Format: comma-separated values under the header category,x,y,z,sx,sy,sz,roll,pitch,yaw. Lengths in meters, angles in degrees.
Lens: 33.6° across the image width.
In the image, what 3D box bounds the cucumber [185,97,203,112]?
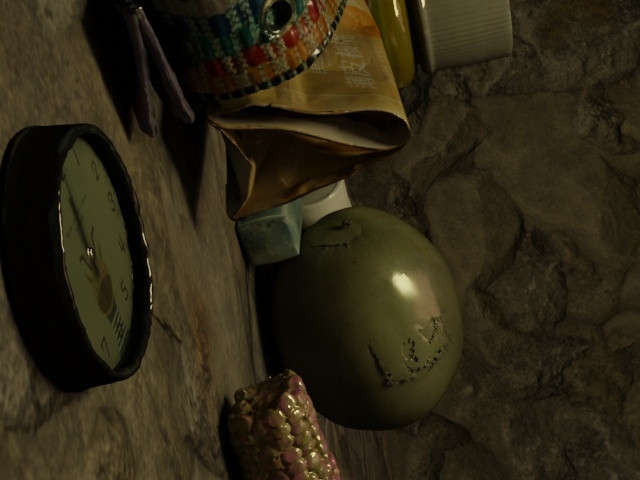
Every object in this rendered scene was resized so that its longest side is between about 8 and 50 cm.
category,x,y,z,sx,sy,sz,roll,pitch,yaw
cucumber,-0.146,-0.206,1.155,0.032,0.032,0.133,55,25,-74

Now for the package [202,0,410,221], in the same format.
category,x,y,z,sx,sy,sz,roll,pitch,yaw
package,-0.048,-0.201,1.163,0.165,0.221,0.311,57,16,-38

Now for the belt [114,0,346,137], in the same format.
category,x,y,z,sx,sy,sz,roll,pitch,yaw
belt,-0.082,-0.239,0.992,0.295,0.207,0.160,-90,166,-46

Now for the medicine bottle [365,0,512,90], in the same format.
category,x,y,z,sx,sy,sz,roll,pitch,yaw
medicine bottle,0.051,-0.303,1.424,0.224,0.385,0.224,-10,90,-83

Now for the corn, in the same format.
category,x,y,z,sx,sy,sz,roll,pitch,yaw
corn,-0.020,0.299,1.155,0.126,0.127,0.335,-86,163,-63

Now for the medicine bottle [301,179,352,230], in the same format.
category,x,y,z,sx,sy,sz,roll,pitch,yaw
medicine bottle,0.000,0.000,1.612,0.139,0.139,0.236,-92,171,-48

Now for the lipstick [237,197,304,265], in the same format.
category,x,y,z,sx,sy,sz,roll,pitch,yaw
lipstick,-0.063,-0.077,1.455,0.289,0.078,0.076,-86,161,-56

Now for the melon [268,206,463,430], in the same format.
category,x,y,z,sx,sy,sz,roll,pitch,yaw
melon,0.063,0.106,1.451,0.268,0.269,0.330,-87,166,-60

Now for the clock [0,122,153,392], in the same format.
category,x,y,z,sx,sy,sz,roll,pitch,yaw
clock,-0.159,0.010,0.716,0.184,0.040,0.184,-9,90,-83
